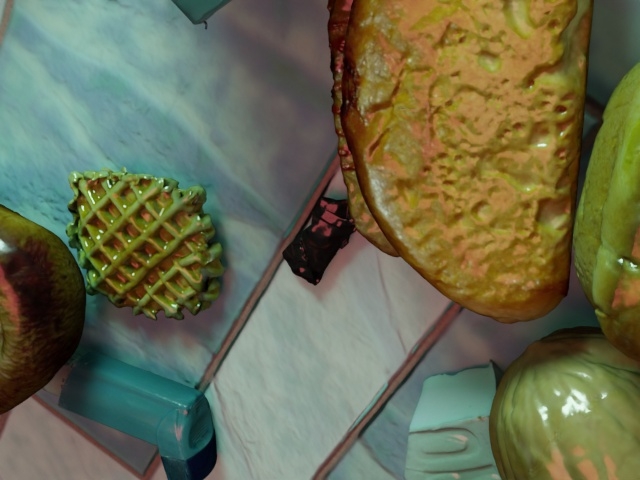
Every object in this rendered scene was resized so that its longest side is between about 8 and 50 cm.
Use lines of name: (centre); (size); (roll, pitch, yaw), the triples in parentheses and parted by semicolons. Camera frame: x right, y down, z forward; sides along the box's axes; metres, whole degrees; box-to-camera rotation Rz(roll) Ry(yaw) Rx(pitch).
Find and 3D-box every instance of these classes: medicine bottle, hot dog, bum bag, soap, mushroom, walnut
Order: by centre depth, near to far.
hot dog: (0.117, -0.133, 0.698); (0.223, 0.185, 0.405); (7, 115, 19)
walnut: (0.272, 0.201, 0.761); (0.225, 0.225, 0.261); (-34, 94, 32)
bum bag: (0.000, -0.001, 0.896); (0.058, 0.034, 0.124); (34, 123, -5)
soap: (0.175, 0.263, 0.910); (0.145, 0.091, 0.230); (-17, 106, 29)
mushroom: (-0.470, 0.073, 0.992); (0.345, 0.259, 0.345); (9, 110, 26)
medicine bottle: (-0.255, 0.226, 1.086); (0.258, 0.079, 0.124); (19, 119, 15)

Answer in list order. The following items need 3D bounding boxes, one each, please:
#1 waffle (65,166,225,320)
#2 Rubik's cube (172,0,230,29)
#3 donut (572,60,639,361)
waffle: (-0.216, 0.005, 0.981); (0.214, 0.054, 0.208); (11, 120, 17)
Rubik's cube: (-0.071, -0.348, 0.618); (0.231, 0.221, 0.224); (-25, 126, 32)
donut: (0.301, -0.027, 0.594); (0.208, 0.128, 0.261); (16, 101, -7)
